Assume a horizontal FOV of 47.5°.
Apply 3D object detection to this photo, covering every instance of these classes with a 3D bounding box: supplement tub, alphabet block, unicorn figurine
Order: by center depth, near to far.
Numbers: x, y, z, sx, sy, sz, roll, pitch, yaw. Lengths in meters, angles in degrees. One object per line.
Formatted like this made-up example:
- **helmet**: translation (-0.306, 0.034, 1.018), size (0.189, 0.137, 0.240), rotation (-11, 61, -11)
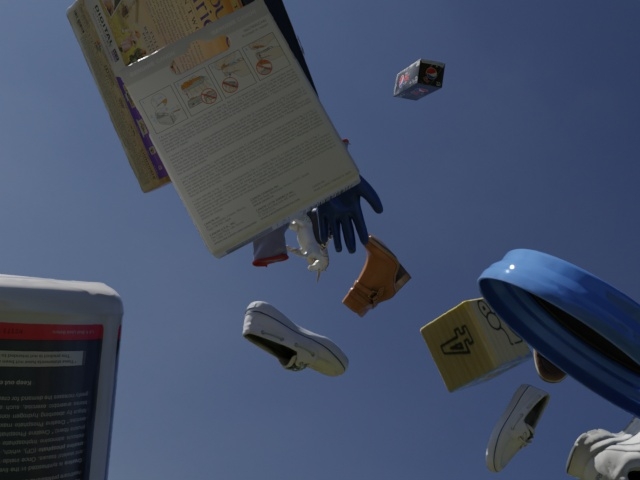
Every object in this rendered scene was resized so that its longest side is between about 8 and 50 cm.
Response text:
- **supplement tub**: translation (-0.270, 0.165, 0.601), size (0.191, 0.273, 0.191), rotation (5, -4, 0)
- **unicorn figurine**: translation (-0.033, 0.005, 1.452), size (0.111, 0.162, 0.060), rotation (-3, -4, -45)
- **alphabet block**: translation (0.431, 0.285, 2.018), size (0.192, 0.197, 0.193), rotation (-1, -29, -45)

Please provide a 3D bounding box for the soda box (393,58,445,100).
- **soda box**: translation (0.213, -0.348, 1.584), size (0.060, 0.053, 0.169), rotation (8, 0, -12)

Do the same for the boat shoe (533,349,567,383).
- **boat shoe**: translation (0.529, 0.209, 1.602), size (0.095, 0.258, 0.095), rotation (9, -35, 23)

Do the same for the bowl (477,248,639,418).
- **bowl**: translation (0.434, 0.155, 1.171), size (0.391, 0.077, 0.391), rotation (39, -7, 6)

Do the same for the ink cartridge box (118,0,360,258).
- **ink cartridge box**: translation (-0.087, -0.120, 0.787), size (0.225, 0.180, 0.056), rotation (61, -4, 8)

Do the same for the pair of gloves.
- **pair of gloves**: translation (-0.019, -0.051, 0.963), size (0.198, 0.160, 0.023), rotation (-9, -11, 5)

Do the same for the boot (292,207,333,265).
- **boot**: translation (0.000, 0.000, 1.842), size (0.086, 0.069, 0.190), rotation (-5, -52, 30)

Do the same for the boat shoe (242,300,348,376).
- **boat shoe**: translation (-0.050, 0.198, 1.304), size (0.226, 0.076, 0.083), rotation (33, -42, -18)

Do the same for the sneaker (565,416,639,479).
- **sneaker**: translation (0.579, 0.387, 1.294), size (0.129, 0.297, 0.111), rotation (40, -43, 51)

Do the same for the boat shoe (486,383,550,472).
- **boat shoe**: translation (0.517, 0.492, 1.898), size (0.084, 0.258, 0.095), rotation (9, -30, 46)

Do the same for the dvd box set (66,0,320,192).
- **dvd box set**: translation (-0.192, -0.249, 0.985), size (0.420, 0.062, 0.308), rotation (-13, -78, 52)

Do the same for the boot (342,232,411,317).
- **boot**: translation (0.103, 0.083, 1.577), size (0.152, 0.073, 0.197), rotation (-40, -48, 2)
